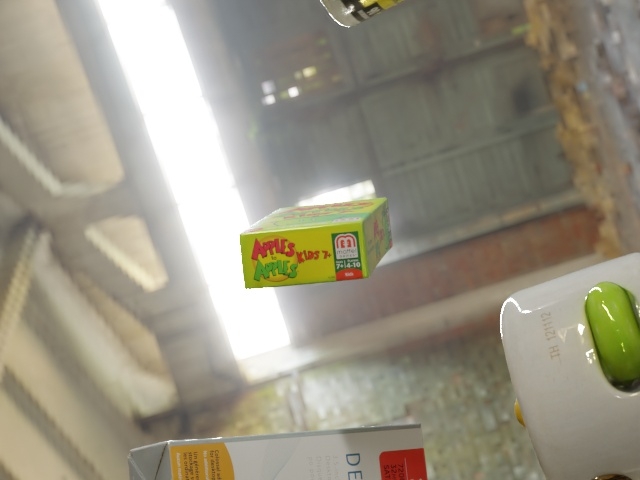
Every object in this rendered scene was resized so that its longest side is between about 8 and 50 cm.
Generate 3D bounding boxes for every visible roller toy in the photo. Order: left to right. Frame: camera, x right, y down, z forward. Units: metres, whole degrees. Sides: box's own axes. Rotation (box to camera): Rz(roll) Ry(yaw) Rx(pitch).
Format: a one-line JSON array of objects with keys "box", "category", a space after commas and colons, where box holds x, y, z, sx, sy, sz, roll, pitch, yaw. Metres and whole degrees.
[{"box": [0.225, 0.120, 1.240, 0.191, 0.146, 0.209, -67, -43, -72], "category": "roller toy"}]

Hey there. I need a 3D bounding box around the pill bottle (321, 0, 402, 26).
[{"box": [0.085, -0.265, 1.242, 0.119, 0.208, 0.119, 57, -163, -27], "category": "pill bottle"}]

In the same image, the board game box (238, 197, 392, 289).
[{"box": [0.000, 0.000, 1.214, 0.181, 0.092, 0.043, -42, -55, -79], "category": "board game box"}]

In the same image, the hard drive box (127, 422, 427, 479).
[{"box": [-0.027, 0.247, 1.278, 0.089, 0.232, 0.181, -24, 70, 59], "category": "hard drive box"}]
